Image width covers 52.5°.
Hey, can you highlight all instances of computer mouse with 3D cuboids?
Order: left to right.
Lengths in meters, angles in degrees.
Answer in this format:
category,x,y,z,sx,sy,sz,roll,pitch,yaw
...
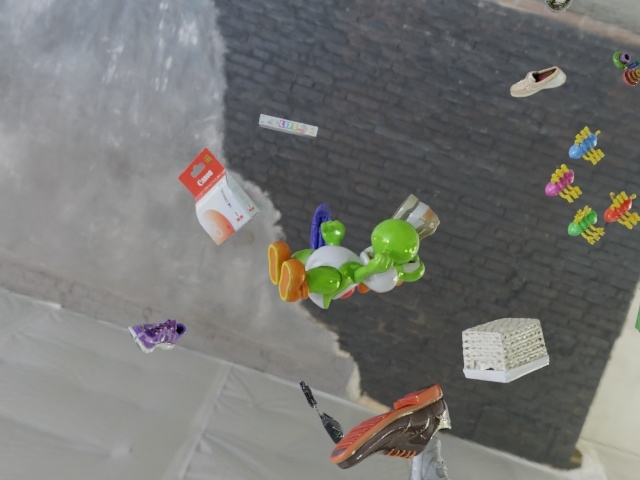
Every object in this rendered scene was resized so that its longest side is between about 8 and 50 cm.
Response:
category,x,y,z,sx,sy,sz,roll,pitch,yaw
computer mouse,0.010,0.500,1.897,0.242,0.041,0.071,60,-178,-22

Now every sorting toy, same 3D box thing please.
category,x,y,z,sx,sy,sz,roll,pitch,yaw
sorting toy,0.822,-0.462,1.717,0.061,0.102,0.042,-24,179,-27

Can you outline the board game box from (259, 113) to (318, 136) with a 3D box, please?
category,x,y,z,sx,sy,sz,roll,pitch,yaw
board game box,-0.087,-0.306,1.746,0.154,0.026,0.103,12,-175,-6

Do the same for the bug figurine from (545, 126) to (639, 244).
category,x,y,z,sx,sy,sz,roll,pitch,yaw
bug figurine,0.663,-0.129,1.606,0.279,0.216,0.072,57,164,-11

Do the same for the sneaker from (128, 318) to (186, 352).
category,x,y,z,sx,sy,sz,roll,pitch,yaw
sneaker,-0.350,0.195,1.404,0.068,0.071,0.170,54,-169,14

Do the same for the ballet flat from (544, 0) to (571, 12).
category,x,y,z,sx,sy,sz,roll,pitch,yaw
ballet flat,0.464,-0.517,1.182,0.072,0.213,0.068,18,-131,12

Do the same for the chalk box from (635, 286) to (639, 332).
category,x,y,z,sx,sy,sz,roll,pitch,yaw
chalk box,0.899,0.191,1.579,0.180,0.179,0.289,-18,-136,-2

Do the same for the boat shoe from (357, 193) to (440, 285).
category,x,y,z,sx,sy,sz,roll,pitch,yaw
boat shoe,0.182,0.025,1.637,0.103,0.302,0.113,36,-143,1

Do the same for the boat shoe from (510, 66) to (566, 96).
category,x,y,z,sx,sy,sz,roll,pitch,yaw
boat shoe,0.648,-0.485,1.959,0.170,0.063,0.059,-12,140,38

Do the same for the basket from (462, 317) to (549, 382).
category,x,y,z,sx,sy,sz,roll,pitch,yaw
basket,0.393,0.230,1.389,0.167,0.103,0.113,-9,-178,-40

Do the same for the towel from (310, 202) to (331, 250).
category,x,y,z,sx,sy,sz,roll,pitch,yaw
towel,0.000,0.000,2.096,0.076,0.228,0.308,-2,-173,2

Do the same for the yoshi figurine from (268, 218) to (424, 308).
category,x,y,z,sx,sy,sz,roll,pitch,yaw
yoshi figurine,0.076,0.030,1.471,0.361,0.204,0.203,-4,163,-21

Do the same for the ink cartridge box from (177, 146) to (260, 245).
category,x,y,z,sx,sy,sz,roll,pitch,yaw
ink cartridge box,-0.233,-0.092,1.411,0.179,0.145,0.045,49,-135,-7

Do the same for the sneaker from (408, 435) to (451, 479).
category,x,y,z,sx,sy,sz,roll,pitch,yaw
sneaker,0.240,0.523,1.348,0.115,0.105,0.281,9,-150,7

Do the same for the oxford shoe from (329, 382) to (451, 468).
category,x,y,z,sx,sy,sz,roll,pitch,yaw
oxford shoe,0.136,0.347,1.147,0.271,0.099,0.097,-19,170,-35
